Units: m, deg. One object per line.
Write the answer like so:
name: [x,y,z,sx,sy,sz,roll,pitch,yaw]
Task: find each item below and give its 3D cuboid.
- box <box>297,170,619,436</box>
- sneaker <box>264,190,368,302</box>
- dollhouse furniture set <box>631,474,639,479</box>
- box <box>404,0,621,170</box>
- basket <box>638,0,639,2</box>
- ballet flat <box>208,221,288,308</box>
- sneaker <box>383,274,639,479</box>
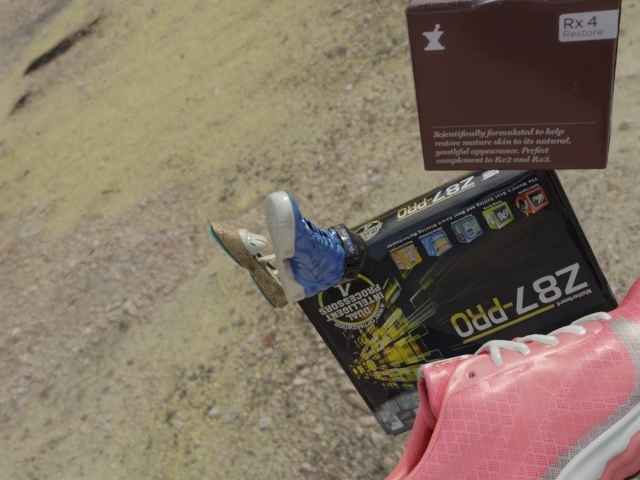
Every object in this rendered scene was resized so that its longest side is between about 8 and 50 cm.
box: [0.196,0.083,1.054,0.395,0.318,0.097,-25,24,17]
sneaker: [0.000,-0.001,0.665,0.084,0.152,0.058,-16,55,-7]
dollhouse furniture set: [0.646,0.405,1.574,0.135,0.259,0.262,15,60,45]
box: [0.182,-0.189,0.685,0.168,0.167,0.203,2,42,18]
basket: [0.560,-0.350,0.769,0.331,0.328,0.266,-9,55,-3]
ballet flat: [-0.106,0.030,1.257,0.067,0.206,0.073,-33,30,10]
sneaker: [0.136,0.102,0.464,0.136,0.116,0.314,41,69,11]
